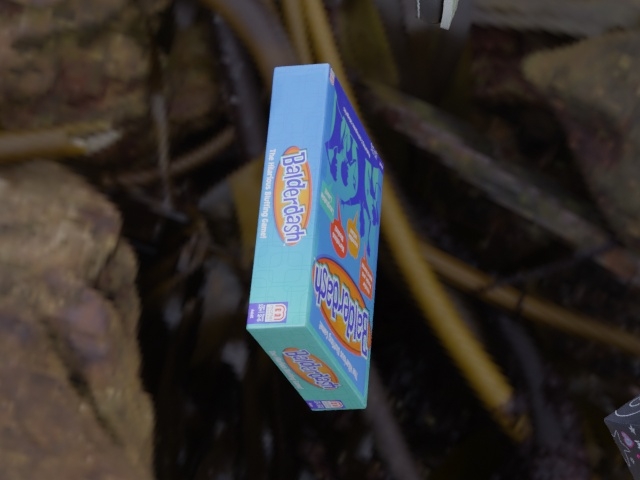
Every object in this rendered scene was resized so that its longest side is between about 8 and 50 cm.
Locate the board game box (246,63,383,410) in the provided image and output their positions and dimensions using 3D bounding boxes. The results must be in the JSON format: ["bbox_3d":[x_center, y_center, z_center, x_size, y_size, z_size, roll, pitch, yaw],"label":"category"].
[{"bbox_3d":[0.000,0.000,1.401,0.047,0.160,0.210,-3,64,17],"label":"board game box"}]

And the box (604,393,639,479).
[{"bbox_3d":[0.337,0.120,1.219,0.247,0.142,0.163,-32,101,-21],"label":"box"}]

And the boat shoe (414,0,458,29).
[{"bbox_3d":[0.084,-0.266,1.543,0.068,0.228,0.081,4,50,6],"label":"boat shoe"}]
